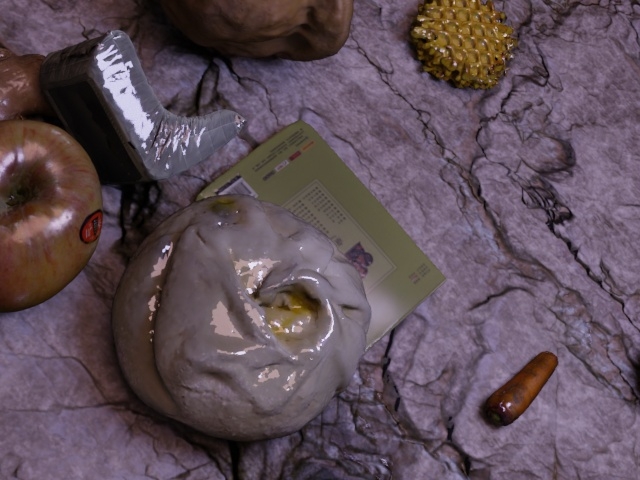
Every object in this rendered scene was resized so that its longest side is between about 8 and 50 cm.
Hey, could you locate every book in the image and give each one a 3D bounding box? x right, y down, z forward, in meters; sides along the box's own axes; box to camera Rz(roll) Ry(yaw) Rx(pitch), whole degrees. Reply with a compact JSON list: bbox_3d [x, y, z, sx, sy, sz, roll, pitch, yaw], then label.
[{"bbox_3d":[0.000,0.000,1.905,0.239,0.035,0.352,-39,84,-29],"label":"book"}]

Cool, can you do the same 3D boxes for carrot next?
[{"bbox_3d":[0.314,0.229,1.912,0.055,0.055,0.161,49,51,6],"label":"carrot"}]

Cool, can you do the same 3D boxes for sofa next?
[{"bbox_3d":[-0.261,-0.204,1.766,0.176,0.210,0.225,-38,108,-28],"label":"sofa"}]

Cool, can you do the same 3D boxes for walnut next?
[{"bbox_3d":[-0.086,-0.438,1.889,0.384,0.383,0.383,9,62,-18],"label":"walnut"}]

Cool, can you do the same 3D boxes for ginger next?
[{"bbox_3d":[-0.445,-0.219,1.811,0.213,0.074,0.137,-18,90,-25],"label":"ginger"}]

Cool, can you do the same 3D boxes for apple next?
[{"bbox_3d":[-0.415,-0.035,1.662,0.261,0.194,0.260,8,64,-16],"label":"apple"}]

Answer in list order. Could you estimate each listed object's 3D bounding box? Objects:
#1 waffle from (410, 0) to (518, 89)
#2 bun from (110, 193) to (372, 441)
[{"bbox_3d":[0.250,-0.351,2.159,0.197,0.070,0.193,32,58,-8],"label":"waffle"},{"bbox_3d":[-0.104,0.098,1.700,0.365,0.219,0.365,6,66,-14],"label":"bun"}]
